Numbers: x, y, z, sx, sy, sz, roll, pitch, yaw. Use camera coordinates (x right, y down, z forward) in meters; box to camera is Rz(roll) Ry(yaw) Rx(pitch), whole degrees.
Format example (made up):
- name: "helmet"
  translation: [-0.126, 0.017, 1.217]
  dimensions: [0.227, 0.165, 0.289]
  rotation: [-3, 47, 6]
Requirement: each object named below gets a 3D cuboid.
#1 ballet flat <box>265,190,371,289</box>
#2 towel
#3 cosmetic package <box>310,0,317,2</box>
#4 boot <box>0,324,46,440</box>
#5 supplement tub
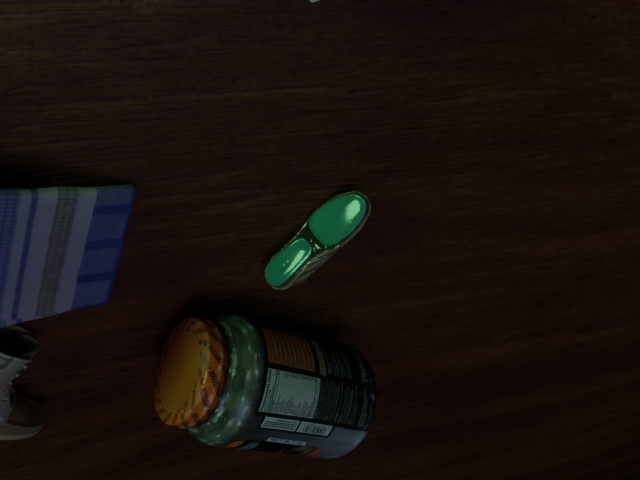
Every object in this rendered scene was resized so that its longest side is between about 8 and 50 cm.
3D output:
- name: "ballet flat"
  translation: [0.000, 0.000, 0.962]
  dimensions: [0.206, 0.073, 0.067]
  rotation: [-38, 162, 16]
- name: "towel"
  translation: [-0.374, 0.023, 0.760]
  dimensions: [0.284, 0.034, 0.209]
  rotation: [-9, 132, -46]
- name: "cosmetic package"
  translation: [0.002, -0.365, 0.597]
  dimensions: [0.117, 0.086, 0.231]
  rotation: [-23, 134, -3]
- name: "boot"
  translation: [-0.466, 0.209, 0.930]
  dimensions: [0.165, 0.077, 0.213]
  rotation: [-40, 131, 12]
- name: "supplement tub"
  translation: [-0.087, 0.242, 1.036]
  dimensions: [0.337, 0.207, 0.207]
  rotation: [22, 119, -36]
